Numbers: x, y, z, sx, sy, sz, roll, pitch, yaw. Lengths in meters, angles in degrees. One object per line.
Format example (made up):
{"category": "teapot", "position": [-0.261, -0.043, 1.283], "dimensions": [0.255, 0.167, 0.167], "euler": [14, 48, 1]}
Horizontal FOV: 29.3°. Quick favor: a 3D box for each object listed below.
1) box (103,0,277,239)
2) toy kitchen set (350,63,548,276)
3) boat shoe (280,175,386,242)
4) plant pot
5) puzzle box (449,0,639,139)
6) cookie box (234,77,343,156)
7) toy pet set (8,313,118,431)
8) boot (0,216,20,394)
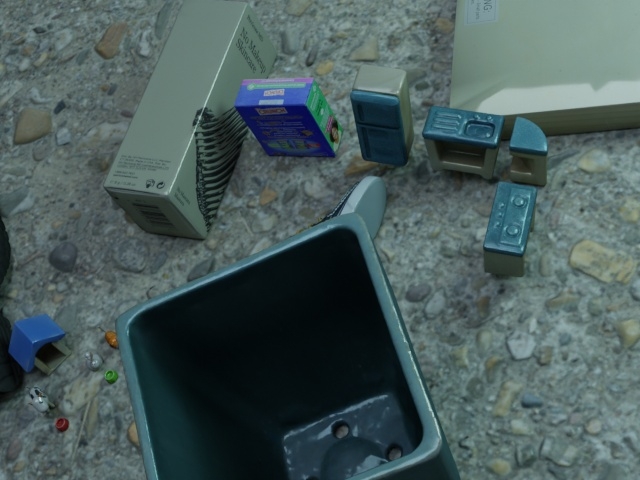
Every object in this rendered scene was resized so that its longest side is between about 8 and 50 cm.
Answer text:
{"category": "box", "position": [-0.150, -0.147, 1.460], "dimensions": [0.094, 0.113, 0.275], "euler": [8, 66, 25]}
{"category": "toy kitchen set", "position": [0.124, -0.071, 1.271], "dimensions": [0.207, 0.122, 0.166], "euler": [9, 60, 15]}
{"category": "boat shoe", "position": [0.000, 0.000, 1.341], "dimensions": [0.083, 0.065, 0.183], "euler": [16, 66, 33]}
{"category": "plant pot", "position": [-0.004, 0.174, 1.127], "dimensions": [0.247, 0.252, 0.247], "euler": [-24, 55, 8]}
{"category": "puzzle box", "position": [0.295, -0.304, 1.407], "dimensions": [0.272, 0.052, 0.409], "euler": [-4, 60, 21]}
{"category": "cookie box", "position": [-0.035, -0.141, 1.411], "dimensions": [0.091, 0.107, 0.040], "euler": [2, 63, 23]}
{"category": "toy pet set", "position": [-0.293, 0.130, 1.383], "dimensions": [0.122, 0.065, 0.114], "euler": [-46, 56, -8]}
{"category": "boot", "position": [-0.492, 0.077, 1.471], "dimensions": [0.222, 0.118, 0.338], "euler": [-25, 51, 13]}
